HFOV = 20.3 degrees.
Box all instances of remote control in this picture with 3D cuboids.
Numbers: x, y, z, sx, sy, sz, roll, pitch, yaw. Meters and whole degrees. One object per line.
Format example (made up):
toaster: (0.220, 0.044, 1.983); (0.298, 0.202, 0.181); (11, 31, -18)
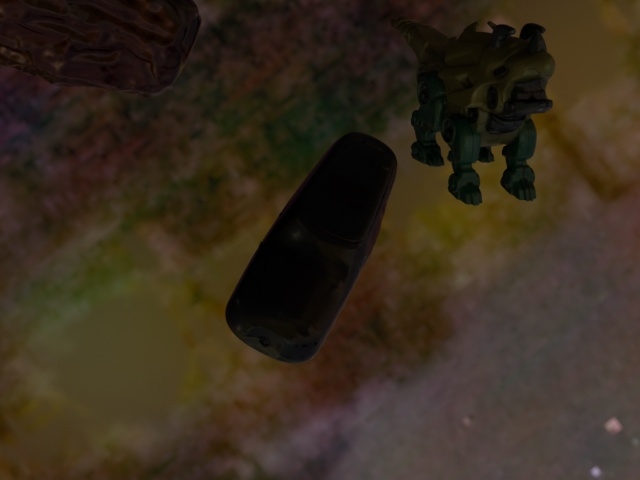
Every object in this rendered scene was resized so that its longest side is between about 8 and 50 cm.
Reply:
remote control: (0.000, 0.000, 1.258); (0.222, 0.072, 0.042); (-61, 179, -44)

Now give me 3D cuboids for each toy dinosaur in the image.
toy dinosaur: (0.120, -0.127, 1.536); (0.094, 0.153, 0.259); (-3, -161, -27)

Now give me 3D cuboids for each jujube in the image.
jujube: (-0.196, -0.194, 1.326); (0.168, 0.236, 0.168); (-60, 177, -5)
